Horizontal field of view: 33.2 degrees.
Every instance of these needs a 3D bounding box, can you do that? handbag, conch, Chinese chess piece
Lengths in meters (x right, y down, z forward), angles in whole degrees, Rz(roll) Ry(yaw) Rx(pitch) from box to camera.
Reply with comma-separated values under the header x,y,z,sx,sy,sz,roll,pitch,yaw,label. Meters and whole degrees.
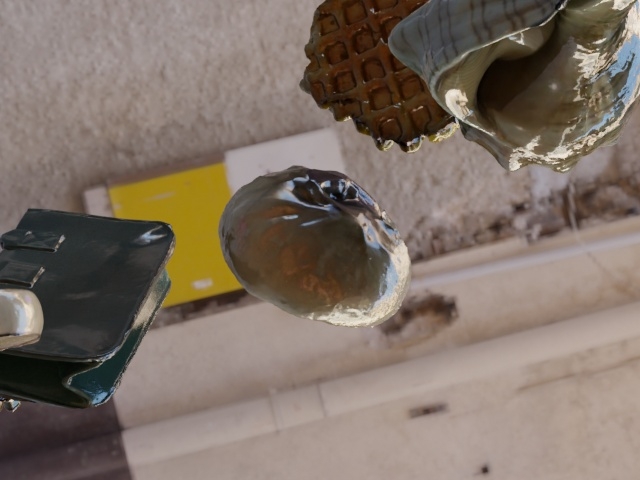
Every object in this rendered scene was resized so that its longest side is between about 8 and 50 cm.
x,y,z,sx,sy,sz,roll,pitch,yaw,label
-0.332,0.076,1.378,0.326,0.239,0.089,-73,171,-58,handbag
0.153,-0.161,0.791,0.386,0.203,0.169,79,-8,-64,conch
-0.343,0.084,1.088,0.122,0.122,0.051,108,-29,-80,Chinese chess piece

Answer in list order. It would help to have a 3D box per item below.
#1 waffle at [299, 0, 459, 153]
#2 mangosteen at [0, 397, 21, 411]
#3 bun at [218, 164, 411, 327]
x,y,z,sx,sy,sz,roll,pitch,yaw,label
0.114,-0.264,1.399,0.281,0.301,0.058,50,12,19,waffle
-0.451,0.174,1.462,0.137,0.137,0.151,-114,-177,-63,mangosteen
-0.004,0.001,1.415,0.273,0.273,0.168,-113,-141,-58,bun
